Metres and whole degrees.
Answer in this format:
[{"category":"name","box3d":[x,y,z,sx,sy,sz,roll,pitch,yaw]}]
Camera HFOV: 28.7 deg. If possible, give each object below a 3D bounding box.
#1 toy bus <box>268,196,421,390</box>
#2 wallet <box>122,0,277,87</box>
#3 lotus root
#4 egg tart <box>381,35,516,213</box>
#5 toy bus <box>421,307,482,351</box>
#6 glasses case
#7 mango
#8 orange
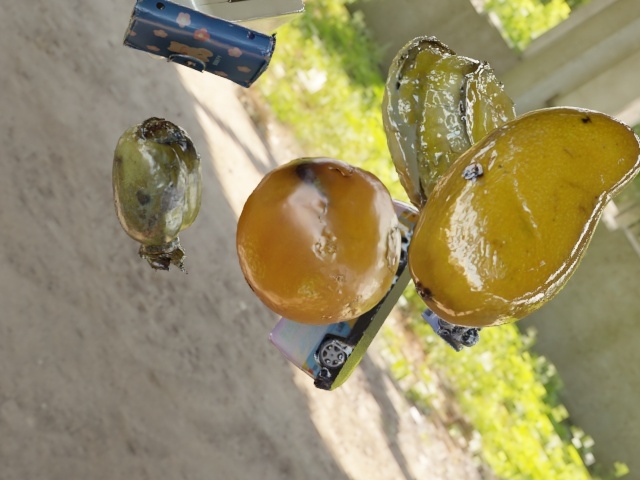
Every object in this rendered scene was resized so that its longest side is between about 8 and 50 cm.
[{"category":"toy bus","box3d":[0.063,0.083,2.383,0.162,0.386,0.171,35,12,13]},{"category":"wallet","box3d":[-0.170,-0.279,1.753,0.202,0.059,0.141,16,-12,-14]},{"category":"lotus root","box3d":[-0.266,-0.067,2.030,0.154,0.154,0.278,-101,-171,-56]},{"category":"egg tart","box3d":[0.237,-0.182,2.096,0.345,0.132,0.345,21,64,-50]},{"category":"toy bus","box3d":[0.231,0.079,1.847,0.073,0.167,0.076,42,3,-38]},{"category":"glasses case","box3d":[-0.155,-0.361,2.015,0.313,0.131,0.070,-26,92,-57]},{"category":"mango","box3d":[0.213,-0.030,1.338,0.177,0.295,0.120,46,-17,-4]},{"category":"orange","box3d":[0.000,0.000,1.806,0.246,0.246,0.246,53,14,-20]}]
